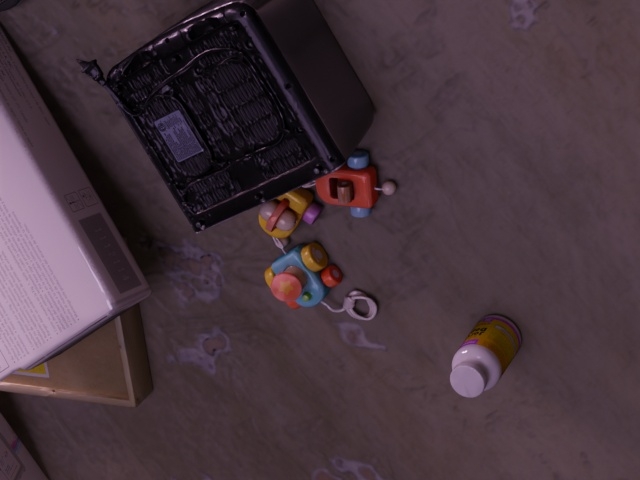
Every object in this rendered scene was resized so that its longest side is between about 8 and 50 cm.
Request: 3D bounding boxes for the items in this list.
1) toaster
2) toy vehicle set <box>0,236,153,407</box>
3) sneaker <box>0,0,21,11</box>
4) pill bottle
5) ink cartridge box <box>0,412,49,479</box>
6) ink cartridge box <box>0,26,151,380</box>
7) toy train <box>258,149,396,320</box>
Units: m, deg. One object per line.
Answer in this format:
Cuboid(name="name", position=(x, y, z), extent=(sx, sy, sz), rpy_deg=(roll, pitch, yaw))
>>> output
Cuboid(name="toaster", position=(-0.072, -0.121, 1.631), extent=(0.168, 0.110, 0.185), rpy_deg=(-24, 104, 32))
Cuboid(name="toy vehicle set", position=(-0.297, 0.067, 1.884), extent=(0.267, 0.035, 0.166), rpy_deg=(5, 117, 23))
Cuboid(name="sneaker", position=(-0.339, -0.222, 1.727), extent=(0.166, 0.076, 0.065), rpy_deg=(6, 119, 23))
Cuboid(name="pill bottle", position=(0.138, 0.100, 1.661), extent=(0.043, 0.083, 0.043), rpy_deg=(11, 119, 20))
Cuboid(name="ink cartridge box", position=(-0.355, 0.227, 1.961), extent=(0.115, 0.067, 0.198), rpy_deg=(-7, 127, 30))
Cuboid(name="ink cartridge box", position=(-0.326, -0.016, 1.800), extent=(0.261, 0.066, 0.296), rpy_deg=(-32, 86, 34))
Cuboid(name="toy train", position=(0.000, 0.000, 1.699), extent=(0.125, 0.046, 0.166), rpy_deg=(11, 119, 21))
